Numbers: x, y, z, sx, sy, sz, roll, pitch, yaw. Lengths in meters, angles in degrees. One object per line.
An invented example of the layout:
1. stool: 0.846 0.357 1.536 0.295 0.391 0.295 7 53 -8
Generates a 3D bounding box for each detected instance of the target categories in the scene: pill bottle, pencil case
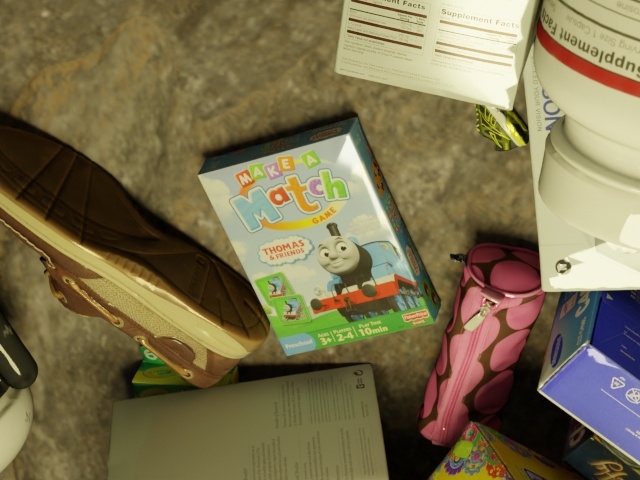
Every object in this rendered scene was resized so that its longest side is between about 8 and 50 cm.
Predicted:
1. pill bottle: 0.288 -0.204 1.338 0.229 0.229 0.407 14 116 7
2. pencil case: 0.147 0.104 1.679 0.095 0.098 0.209 15 125 6

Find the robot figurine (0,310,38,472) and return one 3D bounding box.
1. robot figurine: -0.405 0.124 1.806 0.278 0.173 0.209 58 161 -20

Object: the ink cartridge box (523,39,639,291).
1. ink cartridge box: 0.290 -0.069 1.524 0.224 0.045 0.223 -4 101 17

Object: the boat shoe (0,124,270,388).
1. boat shoe: -0.215 0.025 1.722 0.342 0.123 0.123 34 123 -14

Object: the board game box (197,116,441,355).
1. board game box: 0.000 0.000 1.690 0.160 0.039 0.211 -14 115 24

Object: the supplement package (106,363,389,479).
1. supplement package: -0.060 0.270 1.741 0.263 0.199 0.198 -8 120 1

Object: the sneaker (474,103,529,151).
1. sneaker: 0.148 -0.109 1.584 0.035 0.031 0.083 -30 109 30

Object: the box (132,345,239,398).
1. box: -0.130 0.188 1.843 0.105 0.043 0.179 2 120 14

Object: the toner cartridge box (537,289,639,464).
1. toner cartridge box: 0.362 0.165 1.617 0.348 0.165 0.075 36 124 -7

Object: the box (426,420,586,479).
1. box: 0.182 0.366 1.619 0.279 0.177 0.290 28 104 -29

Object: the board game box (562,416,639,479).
1. board game box: 0.335 0.214 1.655 0.243 0.165 0.042 39 123 -9

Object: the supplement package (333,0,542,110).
1. supplement package: 0.111 -0.246 1.410 0.149 0.194 0.203 13 123 7
